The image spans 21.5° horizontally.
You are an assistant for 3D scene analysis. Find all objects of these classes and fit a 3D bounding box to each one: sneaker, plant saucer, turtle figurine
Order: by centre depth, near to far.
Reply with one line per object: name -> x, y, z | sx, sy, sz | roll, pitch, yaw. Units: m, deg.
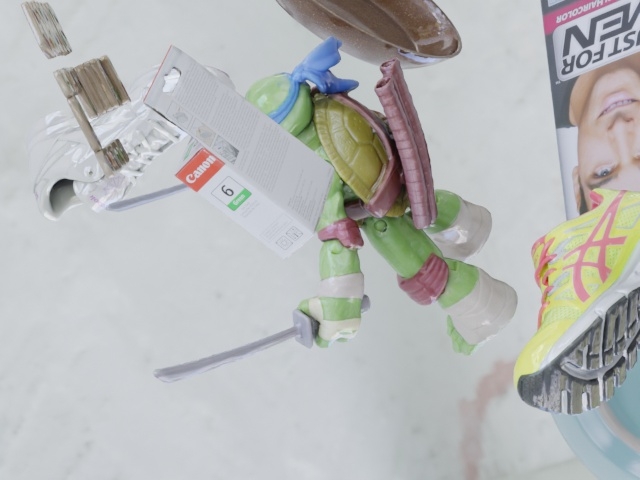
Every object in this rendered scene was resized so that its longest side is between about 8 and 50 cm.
sneaker -> 0.172, 0.035, 1.114 | 0.208, 0.094, 0.081 | -44, -36, -40
turtle figurine -> 0.000, 0.000, 1.266 | 0.266, 0.275, 0.198 | 30, 178, -33
plant saucer -> 0.023, -0.196, 1.382 | 0.198, 0.036, 0.199 | 27, -154, -14
sneaker -> -0.228, -0.114, 2.062 | 0.114, 0.305, 0.152 | 35, -140, -47

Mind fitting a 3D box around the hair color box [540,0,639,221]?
hair color box -> 0.368, -0.143, 1.893 | 0.113, 0.185, 0.375 | 15, -116, -45

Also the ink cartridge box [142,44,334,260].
ink cartridge box -> -0.048, -0.047, 0.901 | 0.115, 0.029, 0.063 | 37, -145, -15

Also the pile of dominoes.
pile of dominoes -> -0.238, -0.166, 1.744 | 0.196, 0.040, 0.251 | 63, 180, -7

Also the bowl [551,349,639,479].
bowl -> 0.328, 0.101, 1.468 | 0.163, 0.311, 0.312 | 3, -112, -72
